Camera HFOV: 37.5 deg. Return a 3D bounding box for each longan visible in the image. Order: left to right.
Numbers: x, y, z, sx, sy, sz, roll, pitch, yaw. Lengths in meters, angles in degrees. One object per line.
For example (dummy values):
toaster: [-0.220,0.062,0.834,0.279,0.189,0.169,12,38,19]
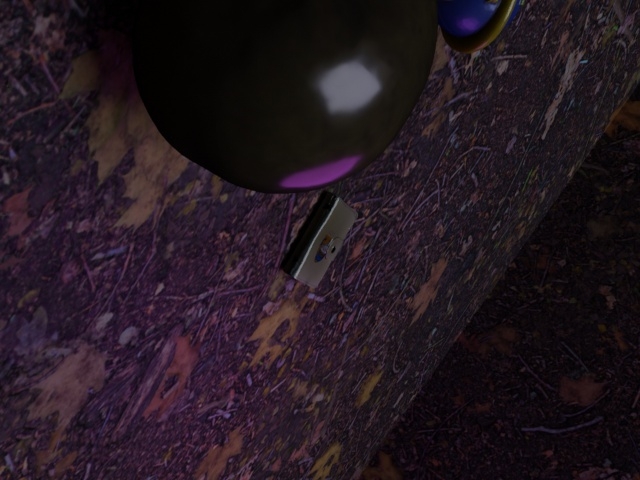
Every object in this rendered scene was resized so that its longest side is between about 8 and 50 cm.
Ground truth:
longan: [-0.032,-0.203,0.962,0.319,0.319,0.319,-45,153,-31]

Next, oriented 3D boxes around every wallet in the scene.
wallet: [0.000,0.000,1.602,0.155,0.039,0.110,-60,154,-2]

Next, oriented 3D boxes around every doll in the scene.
doll: [0.197,-0.426,1.373,0.242,0.159,0.311,7,104,-22]
